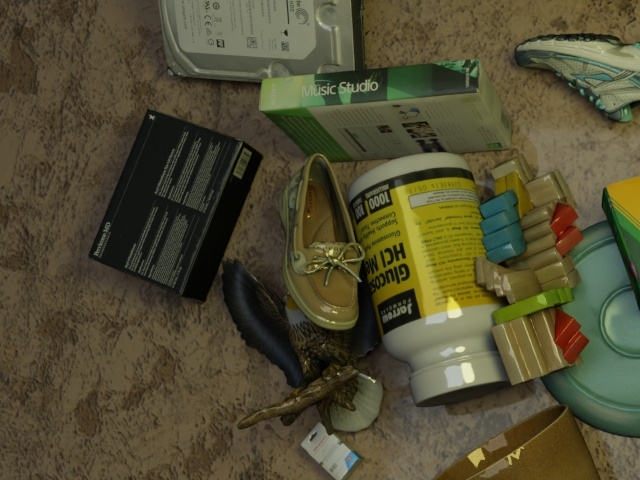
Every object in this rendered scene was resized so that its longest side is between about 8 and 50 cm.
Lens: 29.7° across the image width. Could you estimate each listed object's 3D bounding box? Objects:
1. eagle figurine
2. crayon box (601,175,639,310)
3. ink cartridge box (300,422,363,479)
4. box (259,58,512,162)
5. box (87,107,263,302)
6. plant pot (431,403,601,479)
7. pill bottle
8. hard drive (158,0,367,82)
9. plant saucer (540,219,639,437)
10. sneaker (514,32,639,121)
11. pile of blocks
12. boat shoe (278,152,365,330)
[{"bbox_3d":[-0.019,0.126,1.794,0.226,0.225,0.298,6,38,-16],"label":"eagle figurine"},{"bbox_3d":[0.539,-0.026,1.621,0.278,0.081,0.165,-16,68,4],"label":"crayon box"},{"bbox_3d":[0.017,0.316,1.801,0.083,0.028,0.048,41,94,22],"label":"ink cartridge box"},{"bbox_3d":[0.101,-0.184,1.767,0.322,0.232,0.059,-4,73,19],"label":"box"},{"bbox_3d":[-0.231,-0.056,1.931,0.184,0.103,0.261,21,87,19],"label":"box"},{"bbox_3d":[0.293,0.387,1.597,0.237,0.237,0.254,-32,84,11],"label":"plant pot"},{"bbox_3d":[0.162,0.058,1.716,0.187,0.188,0.334,-18,73,16],"label":"pill bottle"},{"bbox_3d":[-0.097,-0.366,1.900,0.338,0.064,0.237,7,119,20],"label":"hard drive"},{"bbox_3d":[0.443,0.114,1.683,0.317,0.043,0.318,-4,77,19],"label":"plant saucer"},{"bbox_3d":[0.406,-0.233,1.735,0.283,0.110,0.122,13,107,32],"label":"sneaker"},{"bbox_3d":[0.298,0.019,1.654,0.112,0.149,0.362,-26,54,35],"label":"pile of blocks"},{"bbox_3d":[0.000,0.000,1.721,0.089,0.104,0.285,118,147,-42],"label":"boat shoe"}]
